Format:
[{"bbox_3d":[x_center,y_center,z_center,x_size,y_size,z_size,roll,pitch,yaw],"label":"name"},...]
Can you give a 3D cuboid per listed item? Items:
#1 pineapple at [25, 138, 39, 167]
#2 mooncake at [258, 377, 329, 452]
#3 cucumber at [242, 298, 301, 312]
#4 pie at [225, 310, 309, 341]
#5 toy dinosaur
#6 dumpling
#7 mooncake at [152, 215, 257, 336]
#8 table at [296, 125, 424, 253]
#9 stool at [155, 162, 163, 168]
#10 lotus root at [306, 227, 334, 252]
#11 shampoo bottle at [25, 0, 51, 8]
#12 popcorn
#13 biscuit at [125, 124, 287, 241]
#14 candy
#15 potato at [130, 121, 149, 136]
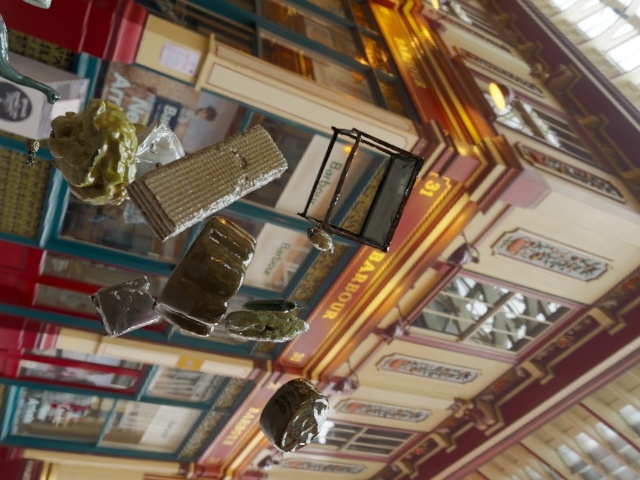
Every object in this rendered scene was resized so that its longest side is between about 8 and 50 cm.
[{"bbox_3d":[-1.293,-0.390,2.405,0.058,0.058,0.124,-139,-116,-65],"label":"pineapple"},{"bbox_3d":[-0.097,0.711,2.178,0.155,0.284,0.284,33,-73,39],"label":"mooncake"},{"bbox_3d":[-0.193,0.254,2.098,0.056,0.250,0.056,-3,90,-77],"label":"cucumber"},{"bbox_3d":[-0.158,0.251,1.567,0.201,0.248,0.090,154,-59,-62],"label":"pie"},{"bbox_3d":[-0.990,-0.643,1.691,0.129,0.331,0.383,23,-72,61],"label":"toy dinosaur"},{"bbox_3d":[-0.574,-0.252,1.789,0.260,0.181,0.341,-49,-160,-15],"label":"dumpling"},{"bbox_3d":[-0.348,0.110,1.688,0.378,0.201,0.378,-54,-169,15],"label":"mooncake"},{"bbox_3d":[0.126,-0.174,1.800,0.335,0.272,0.222,-69,-157,6],"label":"table"},{"bbox_3d":[-0.468,-0.160,1.636,0.135,0.110,0.134,-23,-134,23],"label":"stool"},{"bbox_3d":[0.000,0.000,1.924,0.063,0.152,0.072,-45,-146,10],"label":"lotus root"},{"bbox_3d":[-0.655,-0.653,1.275,0.041,0.069,0.190,-171,-84,-75],"label":"shampoo bottle"},{"bbox_3d":[-0.604,-0.238,1.461,0.215,0.252,0.286,13,81,-69],"label":"popcorn"},{"bbox_3d":[-0.227,-0.140,1.198,0.078,0.144,0.426,-29,-172,39],"label":"biscuit"},{"bbox_3d":[-0.667,0.223,1.843,0.137,0.195,0.184,-34,-103,59],"label":"candy"},{"bbox_3d":[-0.693,-0.323,1.965,0.229,0.266,0.229,16,-70,52],"label":"potato"}]
